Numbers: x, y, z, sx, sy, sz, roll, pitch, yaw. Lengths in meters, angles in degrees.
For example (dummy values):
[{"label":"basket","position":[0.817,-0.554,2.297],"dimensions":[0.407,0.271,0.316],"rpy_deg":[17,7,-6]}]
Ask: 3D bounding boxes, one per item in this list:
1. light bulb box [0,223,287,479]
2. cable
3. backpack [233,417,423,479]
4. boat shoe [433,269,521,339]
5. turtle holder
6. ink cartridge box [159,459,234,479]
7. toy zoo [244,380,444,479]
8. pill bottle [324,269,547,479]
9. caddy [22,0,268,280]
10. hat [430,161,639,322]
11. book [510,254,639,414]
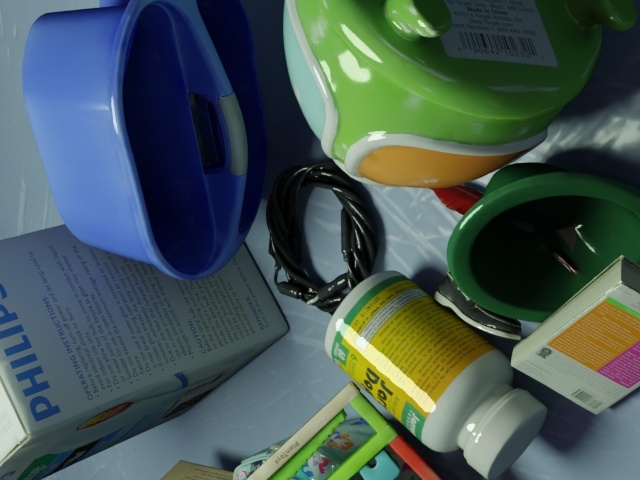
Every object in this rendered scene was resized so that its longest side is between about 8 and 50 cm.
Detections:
[{"label":"light bulb box","position":[-0.304,0.141,1.112],"dimensions":[0.358,0.361,0.225],"rpy_deg":[-42,73,46]},{"label":"cable","position":[0.000,0.000,0.974],"dimensions":[0.151,0.047,0.184],"rpy_deg":[32,125,34]},{"label":"backpack","position":[0.014,0.324,0.988],"dimensions":[0.254,0.191,0.225],"rpy_deg":[-28,83,43]},{"label":"boat shoe","position":[0.151,0.058,0.818],"dimensions":[0.038,0.046,0.125],"rpy_deg":[-68,22,7]},{"label":"turtle holder","position":[0.063,-0.186,0.698],"dimensions":[0.320,0.243,0.227],"rpy_deg":[51,147,16]},{"label":"ink cartridge box","position":[-0.114,0.425,1.181],"dimensions":[0.193,0.088,0.234],"rpy_deg":[-8,115,48]},{"label":"toy zoo","position":[0.062,0.312,0.862],"dimensions":[0.192,0.030,0.293],"rpy_deg":[-44,84,1]},{"label":"pill bottle","position":[0.113,0.131,0.852],"dimensions":[0.208,0.118,0.117],"rpy_deg":[39,130,30]},{"label":"caddy","position":[-0.157,-0.122,0.922],"dimensions":[0.179,0.241,0.341],"rpy_deg":[10,127,25]},{"label":"hat","position":[0.190,-0.049,0.772],"dimensions":[0.209,0.183,0.172],"rpy_deg":[9,134,-2]},{"label":"book","position":[0.244,0.087,0.733],"dimensions":[0.096,0.035,0.144],"rpy_deg":[31,133,-8]}]
